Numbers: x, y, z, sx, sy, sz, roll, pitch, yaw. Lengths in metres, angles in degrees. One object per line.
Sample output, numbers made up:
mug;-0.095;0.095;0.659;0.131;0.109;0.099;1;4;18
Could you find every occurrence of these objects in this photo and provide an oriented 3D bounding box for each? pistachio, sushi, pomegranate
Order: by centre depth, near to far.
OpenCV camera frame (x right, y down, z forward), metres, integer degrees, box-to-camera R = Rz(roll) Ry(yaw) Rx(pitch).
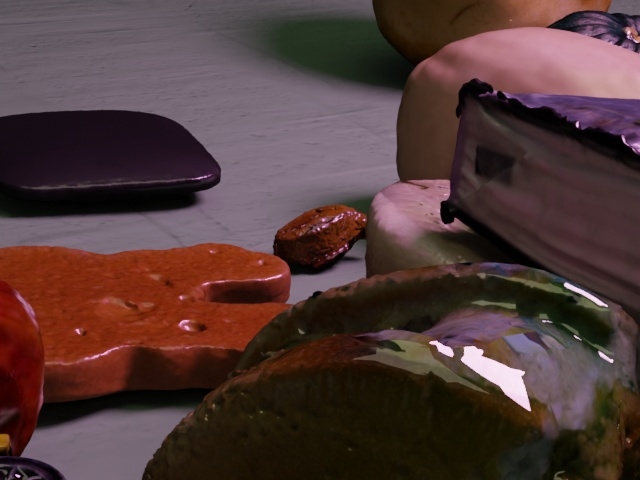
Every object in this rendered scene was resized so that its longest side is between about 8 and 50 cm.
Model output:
sushi;0.000;0.000;1.149;0.099;0.047;0.050;-22;18;-17
pistachio;0.201;-0.080;1.180;0.214;0.193;0.318;-44;37;-23
pomegranate;0.207;-0.348;1.669;0.332;0.332;0.332;4;22;-2

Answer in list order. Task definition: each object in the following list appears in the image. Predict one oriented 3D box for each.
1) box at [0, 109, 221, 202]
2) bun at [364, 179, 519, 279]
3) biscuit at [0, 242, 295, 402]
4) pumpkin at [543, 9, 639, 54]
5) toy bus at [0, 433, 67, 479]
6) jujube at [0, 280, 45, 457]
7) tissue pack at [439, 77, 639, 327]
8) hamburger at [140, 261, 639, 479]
box;-0.212;-0.076;1.296;0.212;0.042;0.201;-5;24;-19
bun;0.124;0.036;0.981;0.210;0.116;0.237;18;21;11
biscuit;-0.168;0.057;0.973;0.334;0.047;0.202;-1;22;-19
pumpkin;0.295;-0.135;1.379;0.220;0.162;0.220;8;32;-5
toy bus;-0.158;0.205;0.490;0.151;0.145;0.331;-1;20;-10
jujube;-0.298;0.066;0.753;0.290;0.197;0.197;6;17;-35
tissue pack;0.290;-0.014;0.901;0.361;0.122;0.259;-2;23;-34
hamburger;0.051;0.106;0.730;0.288;0.192;0.167;10;13;13
